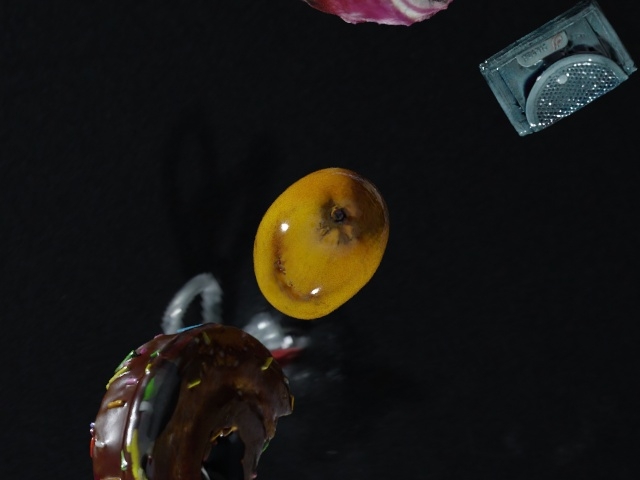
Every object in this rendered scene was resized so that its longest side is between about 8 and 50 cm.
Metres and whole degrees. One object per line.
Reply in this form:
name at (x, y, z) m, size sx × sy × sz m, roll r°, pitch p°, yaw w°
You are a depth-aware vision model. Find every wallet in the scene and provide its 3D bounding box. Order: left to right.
wallet at (0.228, -0.163, 1.404) m, size 0.129 × 0.026 × 0.088 m, roll -31°, pitch -77°, yaw 11°

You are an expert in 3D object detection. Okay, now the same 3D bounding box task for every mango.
mango at (0.000, 0.000, 1.367) m, size 0.112 × 0.219 × 0.145 m, roll 34°, pitch -86°, yaw -2°

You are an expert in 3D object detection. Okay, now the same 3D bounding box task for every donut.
donut at (-0.123, 0.188, 1.325) m, size 0.216 × 0.096 × 0.230 m, roll 18°, pitch -104°, yaw -53°

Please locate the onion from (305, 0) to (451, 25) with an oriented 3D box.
onion at (0.010, -0.356, 1.206) m, size 0.282 × 0.260 × 0.337 m, roll -32°, pitch -46°, yaw -53°
